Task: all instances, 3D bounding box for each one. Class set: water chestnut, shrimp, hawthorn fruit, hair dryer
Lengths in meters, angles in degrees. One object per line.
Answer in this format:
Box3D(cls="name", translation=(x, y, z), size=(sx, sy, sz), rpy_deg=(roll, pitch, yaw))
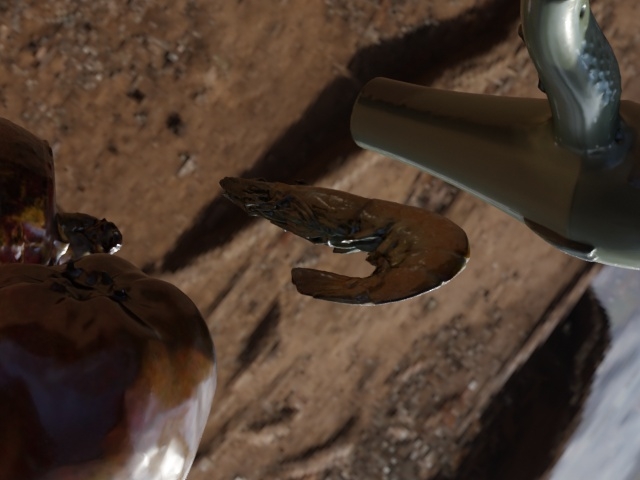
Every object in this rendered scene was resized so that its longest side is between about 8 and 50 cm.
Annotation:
Box3D(cls="water chestnut", translation=(-0.388, 0.016, 1.618), size=(0.302, 0.350, 0.350), rpy_deg=(0, 123, -18))
Box3D(cls="shrimp", translation=(0.000, 0.000, 1.321), size=(0.169, 0.296, 0.058), rpy_deg=(-42, 136, -47))
Box3D(cls="hawthorn fruit", translation=(-0.191, 0.135, 1.008), size=(0.208, 0.208, 0.248), rpy_deg=(-6, 119, -48))
Box3D(cls="hair dryer", translation=(0.086, -0.068, 0.666), size=(0.225, 0.219, 0.088), rpy_deg=(44, 66, -35))
